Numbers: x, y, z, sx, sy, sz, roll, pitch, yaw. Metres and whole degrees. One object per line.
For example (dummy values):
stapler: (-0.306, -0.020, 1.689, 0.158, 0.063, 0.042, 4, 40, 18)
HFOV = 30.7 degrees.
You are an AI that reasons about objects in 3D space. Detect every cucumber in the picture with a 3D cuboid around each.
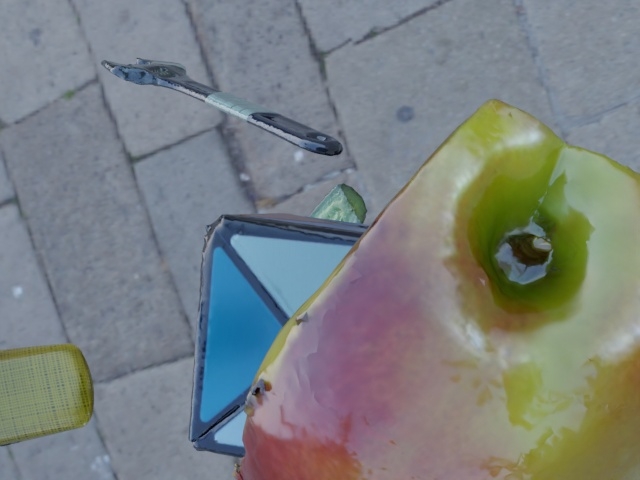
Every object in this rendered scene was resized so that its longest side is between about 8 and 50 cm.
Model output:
cucumber: (0.003, 0.001, 1.772, 0.211, 0.062, 0.078, -45, 69, 36)

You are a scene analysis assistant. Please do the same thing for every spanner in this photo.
spanner: (-0.095, -0.126, 1.066, 0.316, 0.087, 0.024, 28, 109, 44)

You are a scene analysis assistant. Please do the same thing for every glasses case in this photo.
glasses case: (-0.298, 0.134, 0.929, 0.234, 0.064, 0.079, -11, 78, -3)

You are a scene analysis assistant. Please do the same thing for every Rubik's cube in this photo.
Rubik's cube: (0.018, 0.104, 1.243, 0.248, 0.246, 0.250, 5, 93, 16)

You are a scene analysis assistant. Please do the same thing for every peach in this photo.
peach: (0.099, 0.103, 0.789, 0.242, 0.380, 0.306, 37, 78, 3)
